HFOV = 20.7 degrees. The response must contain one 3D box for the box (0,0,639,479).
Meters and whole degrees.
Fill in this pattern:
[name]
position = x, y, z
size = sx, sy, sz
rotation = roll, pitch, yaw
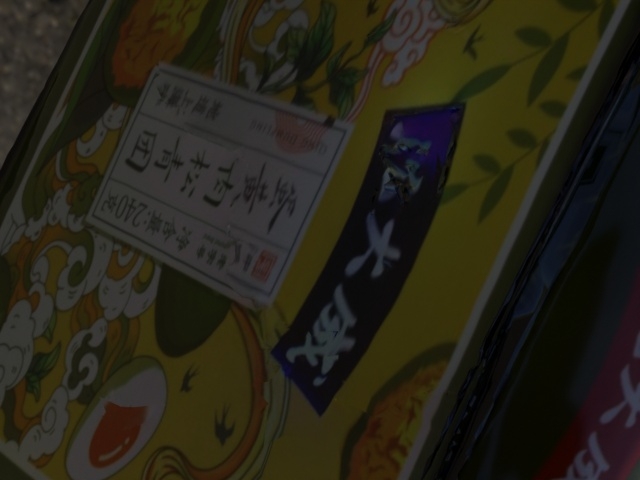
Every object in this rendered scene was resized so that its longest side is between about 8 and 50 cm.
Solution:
[box]
position = 0.000, 0.000, 0.825
size = 0.138, 0.420, 0.373
rotation = 28, 89, -38
